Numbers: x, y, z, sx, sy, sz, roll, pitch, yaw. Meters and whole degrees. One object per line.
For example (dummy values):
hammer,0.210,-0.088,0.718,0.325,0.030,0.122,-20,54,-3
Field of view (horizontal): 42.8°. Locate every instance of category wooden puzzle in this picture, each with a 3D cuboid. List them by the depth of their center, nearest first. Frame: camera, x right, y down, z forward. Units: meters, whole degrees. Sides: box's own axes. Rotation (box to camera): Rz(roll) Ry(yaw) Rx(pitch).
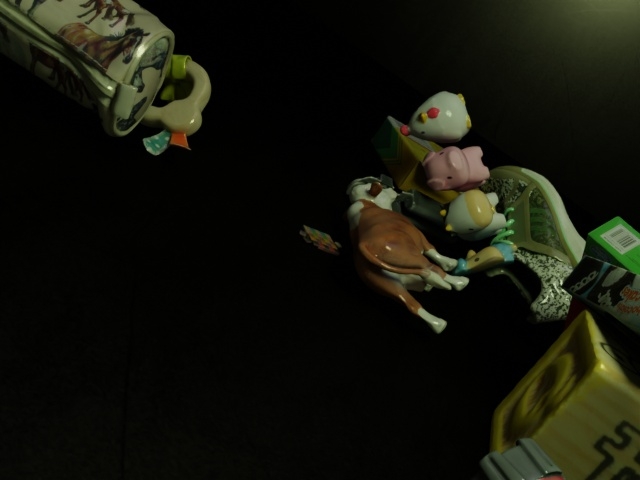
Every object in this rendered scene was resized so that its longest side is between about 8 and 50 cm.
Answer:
wooden puzzle,0.000,0.000,1.194,0.083,0.006,0.049,21,23,-34

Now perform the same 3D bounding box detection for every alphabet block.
alphabet block,0.324,0.227,0.919,0.197,0.193,0.192,36,18,3

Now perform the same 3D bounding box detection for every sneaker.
sneaker,0.387,0.004,1.572,0.182,0.158,0.410,-12,45,-16

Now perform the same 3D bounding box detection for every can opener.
can opener,0.163,-0.048,1.508,0.280,0.074,0.093,19,59,-34

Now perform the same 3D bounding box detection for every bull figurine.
bull figurine,0.113,0.014,1.206,0.188,0.101,0.310,35,19,-7

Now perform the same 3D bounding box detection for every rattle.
rattle,-0.212,-0.164,1.196,0.130,0.142,0.199,-10,56,-20

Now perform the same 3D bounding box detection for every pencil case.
pencil case,-0.377,-0.302,1.052,0.410,0.160,0.183,35,32,0

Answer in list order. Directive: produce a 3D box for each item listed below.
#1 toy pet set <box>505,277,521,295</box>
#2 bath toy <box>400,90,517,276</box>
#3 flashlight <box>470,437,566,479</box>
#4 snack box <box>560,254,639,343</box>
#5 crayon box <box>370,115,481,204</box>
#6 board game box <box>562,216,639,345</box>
toy pet set,0.410,0.053,1.657,0.114,0.065,0.122,13,29,-47
bath toy,0.242,-0.108,1.478,0.151,0.129,0.348,75,-1,-72
flashlight,0.245,0.318,0.711,0.103,0.103,0.304,17,25,-44
snack box,0.408,0.110,0.925,0.187,0.060,0.322,35,4,-4
crayon box,0.245,-0.150,1.835,0.202,0.081,0.318,27,20,-23
board game box,0.491,0.152,1.254,0.064,0.316,0.242,-27,51,-17
